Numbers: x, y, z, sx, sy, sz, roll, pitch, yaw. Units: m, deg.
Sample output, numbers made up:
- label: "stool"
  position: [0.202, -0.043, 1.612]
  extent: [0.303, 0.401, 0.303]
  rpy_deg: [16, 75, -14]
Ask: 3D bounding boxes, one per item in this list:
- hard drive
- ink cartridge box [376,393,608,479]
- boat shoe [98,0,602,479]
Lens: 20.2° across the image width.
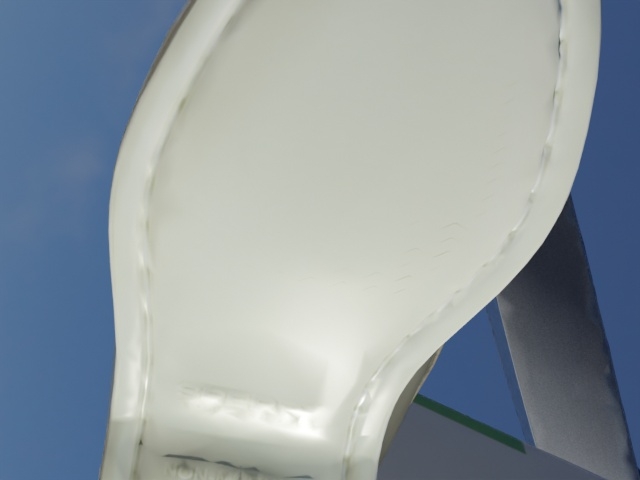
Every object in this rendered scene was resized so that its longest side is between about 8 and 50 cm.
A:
- label: "hard drive"
  position: [0.120, 0.035, 0.978]
  extent: [0.054, 0.254, 0.172]
  rpy_deg: [-16, -164, 2]
- label: "ink cartridge box"
  position: [0.029, 0.168, 0.754]
  extent: [0.219, 0.160, 0.092]
  rpy_deg: [120, -6, -50]
- label: "boat shoe"
  position: [-0.005, -0.001, 0.498]
  extent: [0.091, 0.109, 0.305]
  rpy_deg: [-85, -171, -50]
